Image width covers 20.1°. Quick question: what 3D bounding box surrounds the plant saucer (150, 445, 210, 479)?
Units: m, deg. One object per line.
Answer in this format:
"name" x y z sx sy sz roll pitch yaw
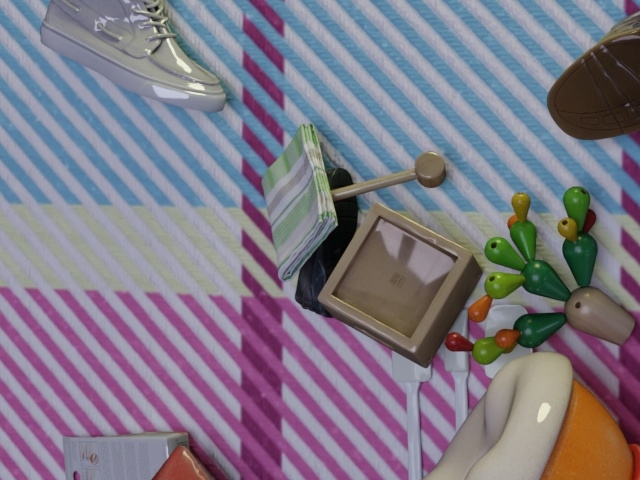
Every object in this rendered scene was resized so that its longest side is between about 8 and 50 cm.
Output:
"plant saucer" -0.165 0.414 2.073 0.258 0.048 0.259 51 123 22

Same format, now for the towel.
"towel" -0.029 -0.043 2.013 0.113 0.023 0.152 -50 39 36

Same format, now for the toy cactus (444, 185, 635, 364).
"toy cactus" 0.248 0.056 1.930 0.180 0.112 0.219 31 85 -5

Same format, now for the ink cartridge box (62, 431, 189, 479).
"ink cartridge box" -0.229 0.304 2.167 0.179 0.045 0.145 -4 91 40

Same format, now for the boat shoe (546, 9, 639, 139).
"boat shoe" 0.367 -0.200 1.880 0.285 0.089 0.104 -30 100 23

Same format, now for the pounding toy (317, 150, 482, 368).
"pounding toy" 0.087 0.005 1.994 0.181 0.094 0.206 28 82 19

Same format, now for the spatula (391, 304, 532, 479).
"spatula" 0.160 0.193 2.007 0.168 0.019 0.242 -2 91 21

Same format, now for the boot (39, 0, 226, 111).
"boot" -0.209 -0.246 2.094 0.258 0.095 0.123 25 108 20

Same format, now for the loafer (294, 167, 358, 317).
"loafer" 0.000 0.000 2.042 0.061 0.062 0.170 10 94 39

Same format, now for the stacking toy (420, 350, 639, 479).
"stacking toy" 0.326 0.365 1.836 0.480 0.350 0.350 30 104 -3
